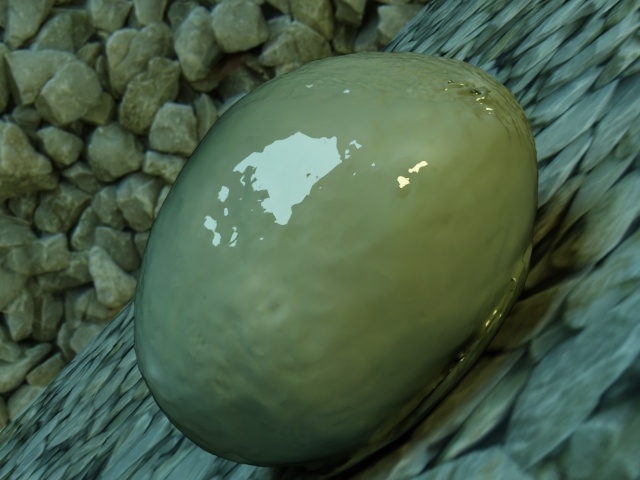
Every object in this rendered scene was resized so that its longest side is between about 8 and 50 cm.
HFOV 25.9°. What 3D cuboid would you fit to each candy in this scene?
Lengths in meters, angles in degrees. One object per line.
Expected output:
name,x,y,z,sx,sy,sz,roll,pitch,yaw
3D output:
candy,0.000,0.000,0.805,0.295,0.185,0.295,-45,15,15
